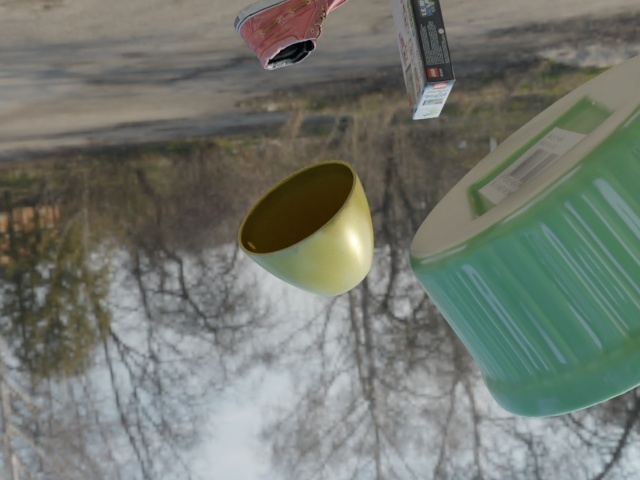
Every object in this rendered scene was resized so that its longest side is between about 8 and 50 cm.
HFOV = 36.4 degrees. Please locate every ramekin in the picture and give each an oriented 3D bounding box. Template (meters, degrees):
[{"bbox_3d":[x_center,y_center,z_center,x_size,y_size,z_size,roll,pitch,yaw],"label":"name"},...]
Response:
[{"bbox_3d":[0.216,-0.016,0.786,0.303,0.148,0.303,-40,-173,6],"label":"ramekin"}]

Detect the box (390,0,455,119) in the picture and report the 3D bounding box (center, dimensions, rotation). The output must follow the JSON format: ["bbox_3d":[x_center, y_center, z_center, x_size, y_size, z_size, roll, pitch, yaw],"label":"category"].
[{"bbox_3d":[0.122,-0.269,1.221,0.036,0.207,0.114,-7,166,-6],"label":"box"}]

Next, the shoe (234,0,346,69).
[{"bbox_3d":[-0.016,-0.280,1.242,0.178,0.081,0.063,-26,162,-18],"label":"shoe"}]

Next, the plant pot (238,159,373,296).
[{"bbox_3d":[0.000,0.000,0.968,0.134,0.095,0.134,-26,-149,17],"label":"plant pot"}]
